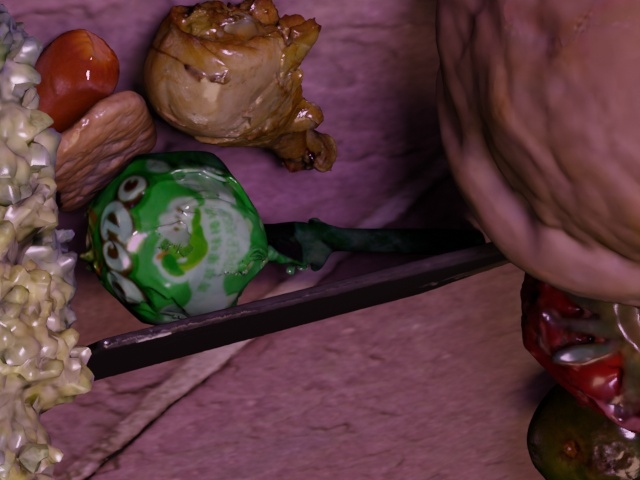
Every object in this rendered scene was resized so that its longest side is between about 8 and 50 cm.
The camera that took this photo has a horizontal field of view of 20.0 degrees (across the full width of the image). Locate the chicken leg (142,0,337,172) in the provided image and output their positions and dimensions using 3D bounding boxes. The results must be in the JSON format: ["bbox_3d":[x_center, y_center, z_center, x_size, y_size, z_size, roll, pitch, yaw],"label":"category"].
[{"bbox_3d":[-0.028,-0.075,0.944,0.093,0.070,0.178,-27,154,9],"label":"chicken leg"}]

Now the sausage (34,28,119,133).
[{"bbox_3d":[-0.146,-0.060,0.936,0.041,0.039,0.131,14,140,-34],"label":"sausage"}]

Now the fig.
[{"bbox_3d":[0.242,0.144,1.364,0.177,0.117,0.117,1,146,-42],"label":"fig"}]

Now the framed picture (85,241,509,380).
[{"bbox_3d":[-0.018,0.040,1.013,0.324,0.013,0.244,-14,176,-29],"label":"framed picture"}]

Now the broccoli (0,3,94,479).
[{"bbox_3d":[-0.216,0.027,0.780,0.249,0.302,0.375,18,132,-19],"label":"broccoli"}]

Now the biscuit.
[{"bbox_3d":[-0.116,-0.044,0.936,0.071,0.018,0.147,-40,174,-5],"label":"biscuit"}]

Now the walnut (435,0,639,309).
[{"bbox_3d":[0.175,-0.076,0.866,0.248,0.248,0.248,-10,148,-6],"label":"walnut"}]

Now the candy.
[{"bbox_3d":[0.000,0.002,1.044,0.323,0.097,0.097,2,147,-47],"label":"candy"}]

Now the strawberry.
[{"bbox_3d":[0.224,0.018,1.103,0.184,0.186,0.201,9,-163,35],"label":"strawberry"}]
